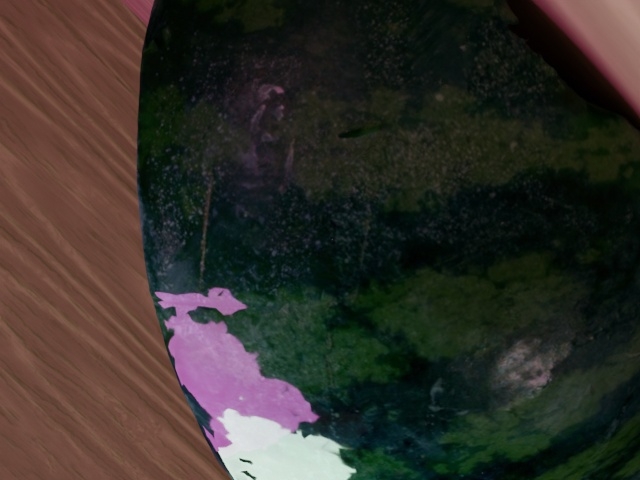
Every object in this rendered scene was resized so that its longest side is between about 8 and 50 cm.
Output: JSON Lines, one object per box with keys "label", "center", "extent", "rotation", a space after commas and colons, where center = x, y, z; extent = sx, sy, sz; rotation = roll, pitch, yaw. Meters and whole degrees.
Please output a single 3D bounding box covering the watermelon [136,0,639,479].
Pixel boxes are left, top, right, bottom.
{"label": "watermelon", "center": [0.077, -0.002, 0.521], "extent": [0.222, 0.319, 0.292], "rotation": [3, 161, 32]}
